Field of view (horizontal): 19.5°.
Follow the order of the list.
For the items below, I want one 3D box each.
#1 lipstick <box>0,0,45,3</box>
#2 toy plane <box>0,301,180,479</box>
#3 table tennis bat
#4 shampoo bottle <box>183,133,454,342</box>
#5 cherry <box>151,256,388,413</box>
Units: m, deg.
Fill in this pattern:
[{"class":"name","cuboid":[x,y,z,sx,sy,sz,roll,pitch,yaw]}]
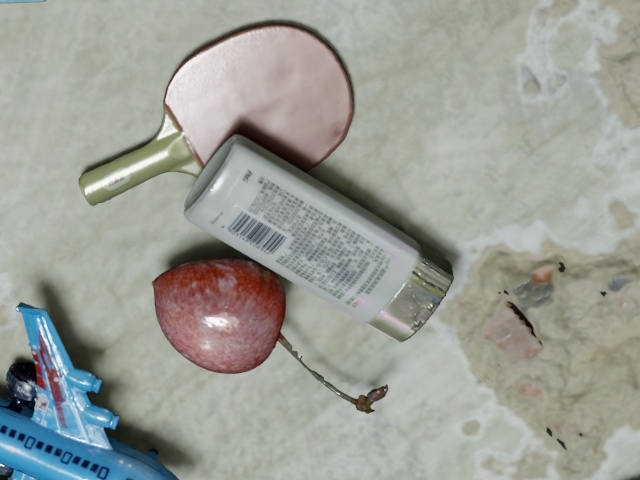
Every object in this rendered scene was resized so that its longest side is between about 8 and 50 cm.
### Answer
[{"class":"lipstick","cuboid":[-0.357,-0.223,1.496,0.274,0.061,0.068,1,113,-1]},{"class":"toy plane","cuboid":[-0.242,0.180,1.634,0.271,0.105,0.254,18,111,-9]},{"class":"table tennis bat","cuboid":[-0.091,-0.093,1.575,0.246,0.022,0.138,-24,110,7]},{"class":"shampoo bottle","cuboid":[0.000,0.000,1.580,0.227,0.056,0.086,30,114,-17]},{"class":"cherry","cuboid":[-0.040,0.078,1.602,0.225,0.090,0.107,20,118,-10]}]
